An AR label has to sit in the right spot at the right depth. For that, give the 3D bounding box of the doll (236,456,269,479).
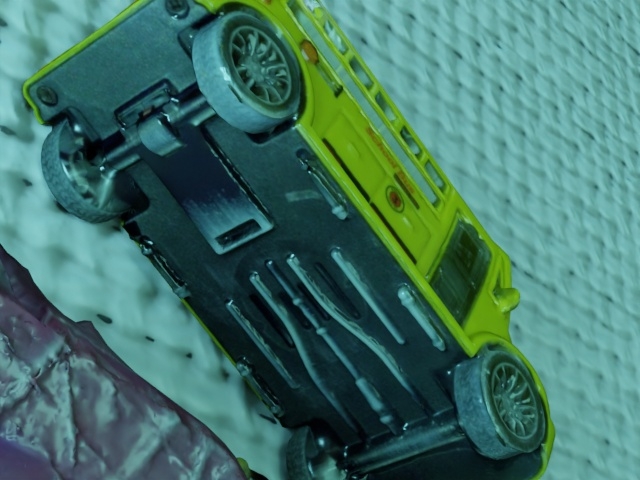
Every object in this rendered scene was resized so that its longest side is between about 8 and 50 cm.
[{"bbox_3d":[0.020,0.202,0.688,0.316,0.145,0.103,40,86,-22],"label":"doll"}]

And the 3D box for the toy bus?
[{"bbox_3d":[0.000,0.000,0.737,0.330,0.144,0.152,53,36,-16],"label":"toy bus"}]

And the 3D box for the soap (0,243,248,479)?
[{"bbox_3d":[-0.133,0.132,0.476,0.325,0.127,0.220,40,54,-29],"label":"soap"}]
